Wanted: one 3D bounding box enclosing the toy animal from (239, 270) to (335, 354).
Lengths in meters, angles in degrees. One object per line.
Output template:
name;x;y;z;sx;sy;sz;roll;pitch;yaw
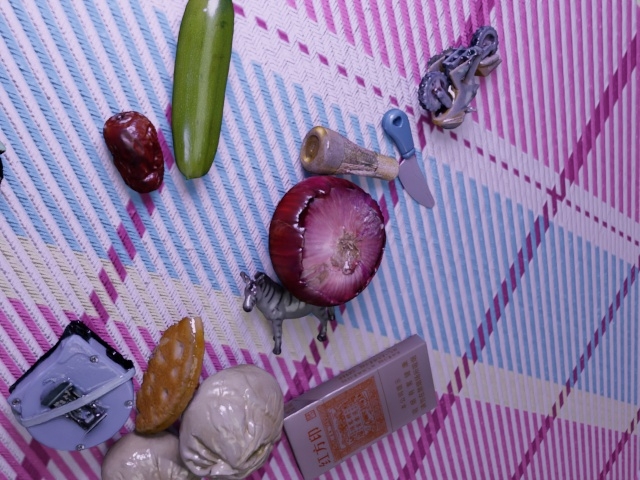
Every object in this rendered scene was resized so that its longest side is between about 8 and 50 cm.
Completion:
toy animal;-0.054;0.120;1.038;0.216;0.073;0.176;-13;118;-25

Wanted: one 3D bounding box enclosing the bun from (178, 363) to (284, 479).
bun;-0.155;0.352;1.012;0.229;0.145;0.230;-25;133;-30

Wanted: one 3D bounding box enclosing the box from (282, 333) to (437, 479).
box;0.094;0.377;1.226;0.365;0.051;0.205;-24;119;-16

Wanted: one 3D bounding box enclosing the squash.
squash;-0.183;-0.239;0.825;0.082;0.082;0.293;2;111;-27

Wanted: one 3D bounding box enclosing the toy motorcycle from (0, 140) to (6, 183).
toy motorcycle;-0.550;-0.170;0.654;0.331;0.125;0.196;21;98;-35

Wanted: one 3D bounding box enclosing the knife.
knife;0.175;-0.150;1.075;0.058;0.032;0.244;-35;125;-13

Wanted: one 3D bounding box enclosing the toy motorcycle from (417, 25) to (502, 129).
toy motorcycle;0.265;-0.300;1.025;0.229;0.094;0.130;-43;128;-20

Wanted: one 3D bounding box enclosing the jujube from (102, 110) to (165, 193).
jujube;-0.279;-0.132;0.825;0.077;0.077;0.129;-23;124;-17

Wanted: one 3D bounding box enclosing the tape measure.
tape measure;-0.401;0.254;0.901;0.181;0.107;0.182;42;86;-26

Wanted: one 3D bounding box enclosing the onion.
onion;0.009;-0.002;0.971;0.248;0.161;0.248;-18;124;-28

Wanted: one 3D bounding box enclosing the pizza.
pizza;-0.261;0.245;0.969;0.058;0.127;0.247;14;96;-53

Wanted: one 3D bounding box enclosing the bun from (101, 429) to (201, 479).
bun;-0.313;0.440;1.015;0.164;0.111;0.188;-42;119;-9

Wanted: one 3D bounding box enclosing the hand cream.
hand cream;0.062;-0.146;0.994;0.203;0.084;0.084;9;106;-37
